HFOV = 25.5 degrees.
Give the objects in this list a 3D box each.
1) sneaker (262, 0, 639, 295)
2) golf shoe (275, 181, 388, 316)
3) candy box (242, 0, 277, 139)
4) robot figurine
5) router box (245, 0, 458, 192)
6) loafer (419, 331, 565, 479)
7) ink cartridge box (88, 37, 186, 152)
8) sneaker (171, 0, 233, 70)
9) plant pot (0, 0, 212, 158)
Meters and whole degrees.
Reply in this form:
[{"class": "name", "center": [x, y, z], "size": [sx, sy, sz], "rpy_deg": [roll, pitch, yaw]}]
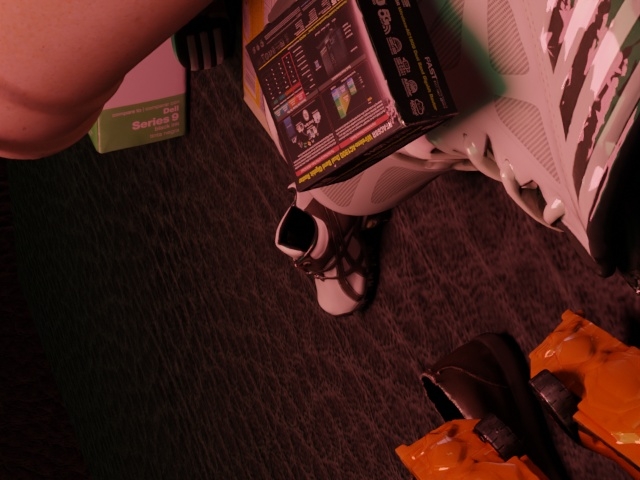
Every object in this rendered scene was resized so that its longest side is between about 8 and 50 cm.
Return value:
[{"class": "sneaker", "center": [0.094, -0.058, 0.800], "size": [0.447, 0.169, 0.257], "rpy_deg": [123, 133, -61]}, {"class": "golf shoe", "center": [0.000, 0.000, 1.222], "size": [0.198, 0.094, 0.077], "rpy_deg": [97, 151, -48]}, {"class": "candy box", "center": [-0.045, -0.195, 1.319], "size": [0.105, 0.027, 0.206], "rpy_deg": [-127, 30, -45]}, {"class": "robot figurine", "center": [0.164, 0.147, 0.739], "size": [0.085, 0.211, 0.291], "rpy_deg": [54, 175, -29]}, {"class": "router box", "center": [0.014, -0.087, 0.761], "size": [0.122, 0.038, 0.092], "rpy_deg": [-28, 80, 59]}, {"class": "loafer", "center": [0.125, 0.177, 1.002], "size": [0.080, 0.078, 0.220], "rpy_deg": [119, 135, -63]}, {"class": "ink cartridge box", "center": [-0.242, -0.285, 1.672], "size": [0.289, 0.121, 0.211], "rpy_deg": [96, 153, -43]}, {"class": "sneaker", "center": [-0.147, -0.299, 1.459], "size": [0.132, 0.086, 0.229], "rpy_deg": [-120, 25, -46]}, {"class": "plant pot", "center": [-0.204, -0.281, 1.221], "size": [0.305, 0.334, 0.334], "rpy_deg": [-24, 76, 32]}]
